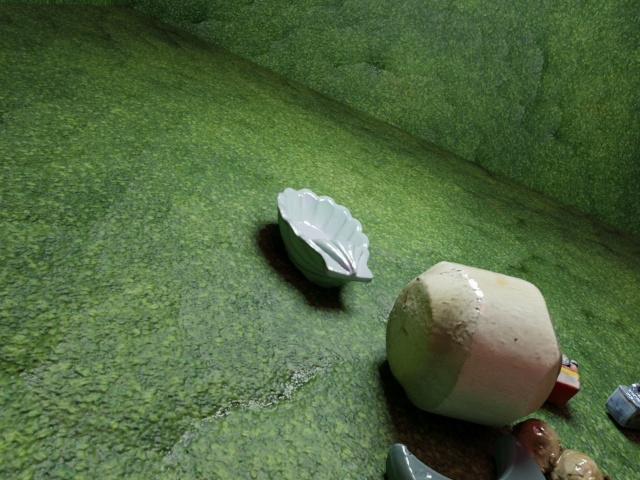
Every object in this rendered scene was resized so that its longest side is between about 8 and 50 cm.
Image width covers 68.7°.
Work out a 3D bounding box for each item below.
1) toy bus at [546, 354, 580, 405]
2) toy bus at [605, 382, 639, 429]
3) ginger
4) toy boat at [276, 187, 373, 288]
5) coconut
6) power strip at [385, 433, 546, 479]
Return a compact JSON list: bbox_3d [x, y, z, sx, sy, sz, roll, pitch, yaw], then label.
[{"bbox_3d":[0.393,0.242,0.878,0.174,0.079,0.077,23,36,-4],"label":"toy bus"},{"bbox_3d":[0.649,0.334,0.922,0.190,0.075,0.064,15,30,-21],"label":"toy bus"},{"bbox_3d":[0.359,0.342,0.663,0.204,0.080,0.104,40,-8,27],"label":"ginger"},{"bbox_3d":[0.000,0.000,0.952,0.199,0.100,0.290,9,30,-27],"label":"toy boat"},{"bbox_3d":[0.247,0.159,0.727,0.265,0.238,0.237,19,27,-14],"label":"coconut"},{"bbox_3d":[0.212,0.329,0.592,0.253,0.054,0.168,10,33,-26],"label":"power strip"}]
